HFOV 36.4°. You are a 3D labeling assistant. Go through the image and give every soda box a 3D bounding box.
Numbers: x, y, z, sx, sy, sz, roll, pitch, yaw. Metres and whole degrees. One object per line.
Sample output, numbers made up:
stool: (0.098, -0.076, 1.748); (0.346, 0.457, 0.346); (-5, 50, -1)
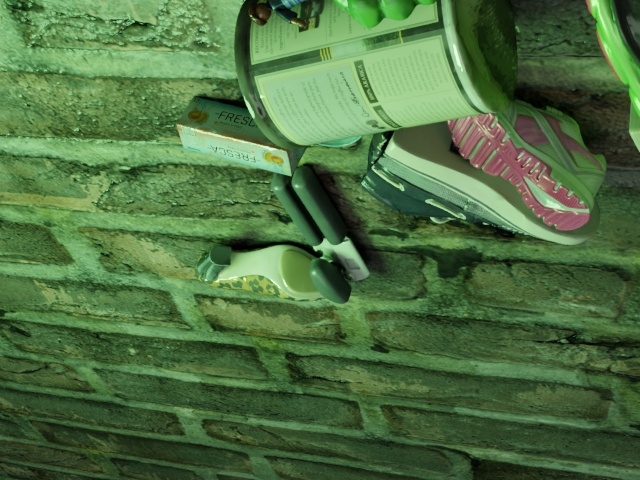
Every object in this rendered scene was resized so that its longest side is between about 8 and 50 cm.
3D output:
soda box: (-0.116, -0.154, 1.432); (0.183, 0.063, 0.058); (16, 148, 17)

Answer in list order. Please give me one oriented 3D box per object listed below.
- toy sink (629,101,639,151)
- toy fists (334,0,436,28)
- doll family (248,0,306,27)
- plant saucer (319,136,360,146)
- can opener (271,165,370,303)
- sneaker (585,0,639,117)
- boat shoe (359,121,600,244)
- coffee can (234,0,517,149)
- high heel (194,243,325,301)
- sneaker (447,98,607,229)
toy sink: (0.504, -0.145, 1.142); (0.234, 0.131, 0.153); (-11, 139, 34)
toy fists: (0.113, -0.331, 0.944); (0.142, 0.096, 0.279); (45, 104, -6)
doll family: (-0.057, -0.327, 1.086); (0.111, 0.193, 0.076); (-28, 156, 17)
plant saucer: (0.008, -0.182, 1.398); (0.119, 0.021, 0.119); (11, 146, 7)
can opener: (0.000, 0.000, 1.600); (0.076, 0.095, 0.283); (-4, 142, 26)
sneaker: (0.415, -0.181, 0.989); (0.202, 0.185, 0.483); (-27, 97, 25)
boat shoe: (0.218, -0.075, 1.394); (0.340, 0.127, 0.158); (28, 152, -4)
coffee can: (0.067, -0.225, 1.145); (0.275, 0.202, 0.201); (-6, 141, 30)
high heel: (-0.094, 0.064, 1.771); (0.261, 0.093, 0.186); (15, 165, -13)
sneaker: (0.274, -0.132, 1.294); (0.252, 0.111, 0.103); (43, 151, -1)
